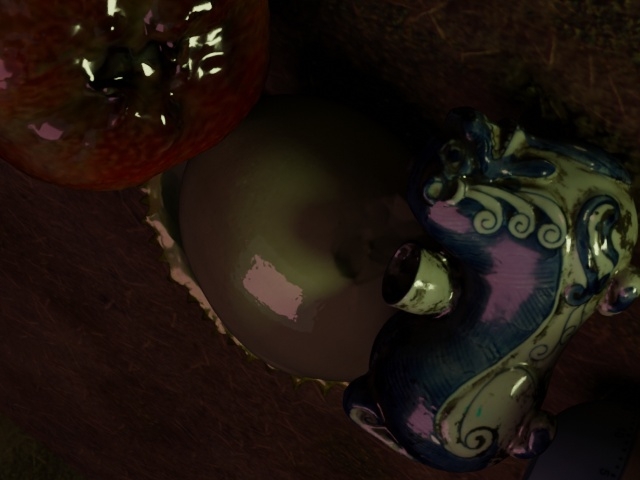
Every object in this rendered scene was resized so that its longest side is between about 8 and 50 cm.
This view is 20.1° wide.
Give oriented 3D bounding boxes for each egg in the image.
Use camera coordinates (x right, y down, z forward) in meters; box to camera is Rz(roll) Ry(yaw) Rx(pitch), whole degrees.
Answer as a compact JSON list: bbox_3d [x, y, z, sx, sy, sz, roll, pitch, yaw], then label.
[{"bbox_3d":[0.000,0.000,1.518,0.269,0.219,0.219,43,156,-13],"label":"egg"}]

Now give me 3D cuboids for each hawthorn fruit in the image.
[{"bbox_3d":[-0.207,-0.198,1.431,0.369,0.285,0.285,25,154,49],"label":"hawthorn fruit"}]

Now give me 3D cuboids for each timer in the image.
[{"bbox_3d":[0.303,0.223,1.601,0.255,0.175,0.175,2,145,11],"label":"timer"}]

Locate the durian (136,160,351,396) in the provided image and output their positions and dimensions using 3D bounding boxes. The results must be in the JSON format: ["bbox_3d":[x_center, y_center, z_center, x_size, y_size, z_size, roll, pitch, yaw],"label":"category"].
[{"bbox_3d":[-0.031,0.011,1.671,0.355,0.157,0.169,41,140,-5],"label":"durian"}]

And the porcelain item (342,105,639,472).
[{"bbox_3d":[0.119,0.044,1.374,0.186,0.288,0.138,22,-156,-17],"label":"porcelain item"}]
